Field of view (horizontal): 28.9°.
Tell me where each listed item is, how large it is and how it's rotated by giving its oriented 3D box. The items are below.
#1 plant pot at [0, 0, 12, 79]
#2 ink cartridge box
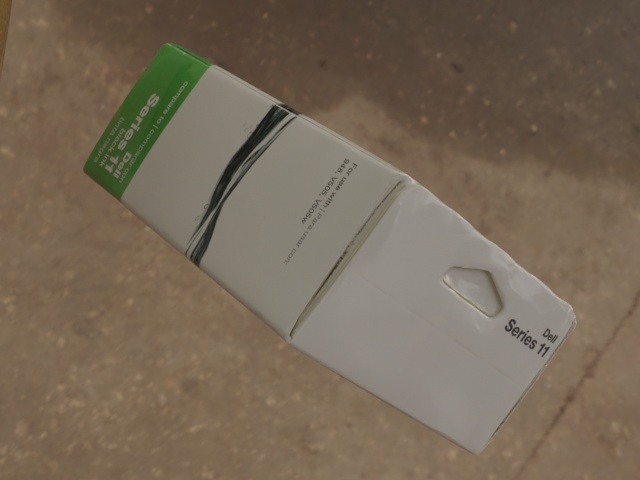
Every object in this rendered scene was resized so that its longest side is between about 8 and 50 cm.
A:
[{"bbox_3d":[-0.234,-0.104,0.551,0.237,0.237,0.254,-6,86,-35],"label":"plant pot"},{"bbox_3d":[0.000,0.000,0.608,0.153,0.208,0.087,35,90,-41],"label":"ink cartridge box"}]
